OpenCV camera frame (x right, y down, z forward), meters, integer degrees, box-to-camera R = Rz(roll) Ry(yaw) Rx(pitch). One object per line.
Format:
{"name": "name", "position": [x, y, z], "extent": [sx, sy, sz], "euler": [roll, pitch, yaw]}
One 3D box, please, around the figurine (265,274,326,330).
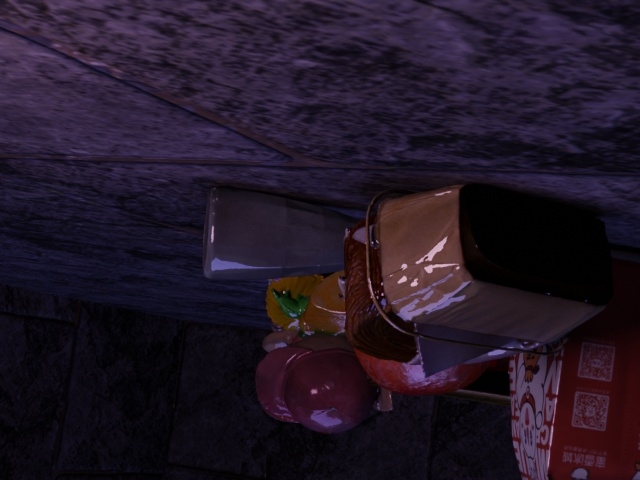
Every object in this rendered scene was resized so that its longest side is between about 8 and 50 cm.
{"name": "figurine", "position": [-0.047, 0.072, 1.772], "extent": [0.115, 0.094, 0.156], "euler": [28, -167, 4]}

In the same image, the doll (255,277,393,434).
{"name": "doll", "position": [0.005, 0.180, 1.881], "extent": [0.196, 0.256, 0.152], "euler": [-16, 129, 12]}

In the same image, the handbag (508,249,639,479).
{"name": "handbag", "position": [0.273, 0.162, 1.254], "extent": [0.151, 0.298, 0.171], "euler": [8, 174, -10]}

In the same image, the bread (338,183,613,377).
{"name": "bread", "position": [0.118, 0.041, 1.057], "extent": [0.224, 0.142, 0.212], "euler": [13, 152, -32]}

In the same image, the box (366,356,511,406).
{"name": "box", "position": [0.189, 0.128, 1.658], "extent": [0.240, 0.159, 0.071], "euler": [10, 171, -9]}

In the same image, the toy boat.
{"name": "toy boat", "position": [0.075, 0.070, 1.542], "extent": [0.230, 0.089, 0.088], "euler": [-16, 152, 5]}

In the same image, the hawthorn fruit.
{"name": "hawthorn fruit", "position": [0.110, 0.087, 1.341], "extent": [0.173, 0.172, 0.173], "euler": [8, 173, 1]}

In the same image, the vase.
{"name": "vase", "position": [0.000, 0.000, 1.170], "extent": [0.214, 0.086, 0.086], "euler": [4, 174, -8]}
